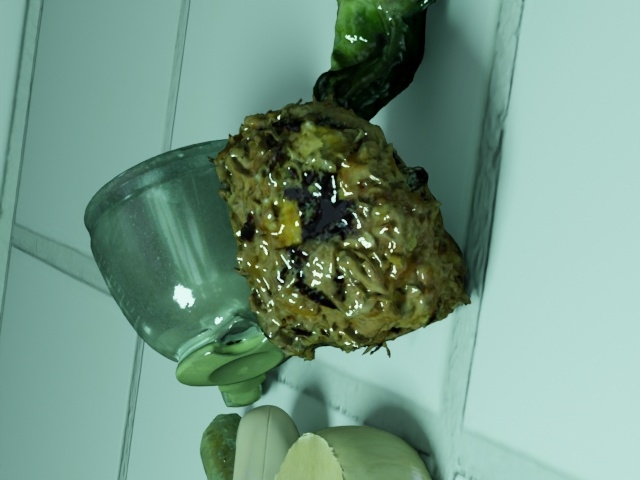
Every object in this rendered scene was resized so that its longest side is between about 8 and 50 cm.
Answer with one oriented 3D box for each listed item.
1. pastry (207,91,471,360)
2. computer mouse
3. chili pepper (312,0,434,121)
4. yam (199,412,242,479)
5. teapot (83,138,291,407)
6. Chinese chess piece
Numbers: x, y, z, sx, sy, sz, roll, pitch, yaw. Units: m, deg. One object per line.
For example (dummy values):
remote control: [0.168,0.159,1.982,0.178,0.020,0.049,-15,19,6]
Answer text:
pastry: [0.000,0.000,1.505,0.193,0.275,0.275,-41,20,-10]
computer mouse: [-0.054,0.289,1.742,0.145,0.082,0.236,97,177,-79]
chili pepper: [0.069,-0.239,1.614,0.148,0.116,0.264,-134,54,-77]
yam: [-0.097,0.265,1.906,0.146,0.070,0.069,-114,37,-48]
teapot: [-0.134,0.057,1.851,0.321,0.239,0.239,-44,57,50]
Chinese chess piece: [0.022,0.295,1.559,0.250,0.103,0.250,-173,90,-69]
